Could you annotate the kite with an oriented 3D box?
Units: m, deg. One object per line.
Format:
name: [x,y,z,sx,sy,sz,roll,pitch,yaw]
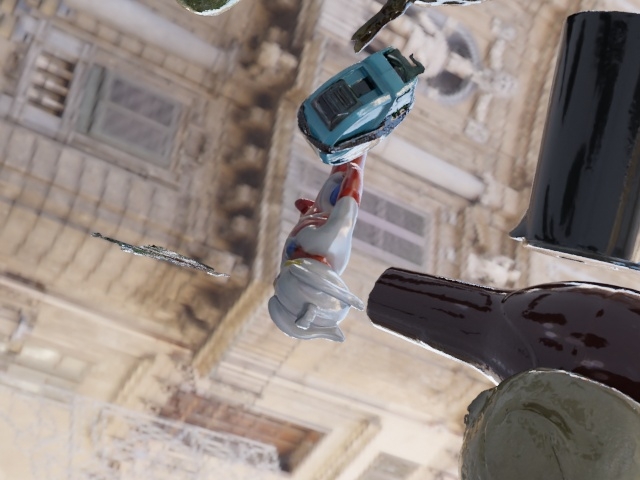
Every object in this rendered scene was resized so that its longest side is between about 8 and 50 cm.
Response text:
kite: [-0.292,0.028,1.932,0.323,0.268,0.013,-53,161,-89]

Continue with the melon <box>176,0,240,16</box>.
melon: [-0.146,-0.407,1.488,0.192,0.139,0.139,-60,-153,28]

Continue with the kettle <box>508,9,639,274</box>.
kettle: [0.409,-0.111,1.364,0.203,0.262,0.308,-172,-85,-78]

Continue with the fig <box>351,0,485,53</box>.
fig: [0.170,-0.420,1.567,0.368,0.286,0.286,-51,-151,6]

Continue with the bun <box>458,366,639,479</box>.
bun: [0.167,0.173,0.707,0.113,0.166,0.173,-51,-158,-26]

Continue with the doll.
doll: [0.000,0.000,1.299,0.384,0.099,0.188,-86,-158,-62]

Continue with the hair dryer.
hair dryer: [0.211,0.171,0.893,0.312,0.340,0.123,12,-134,42]

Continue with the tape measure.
tape measure: [0.041,-0.141,1.166,0.081,0.146,0.125,56,-17,13]
